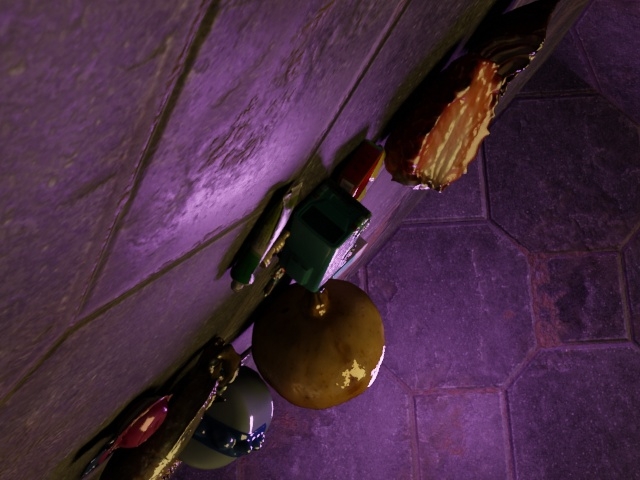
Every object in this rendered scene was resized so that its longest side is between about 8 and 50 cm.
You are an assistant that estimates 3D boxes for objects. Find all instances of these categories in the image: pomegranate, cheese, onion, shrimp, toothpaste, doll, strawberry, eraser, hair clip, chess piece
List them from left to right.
[{"bbox_3d":[-0.395,0.394,1.436,0.244,0.062,0.155,-38,167,-49],"label":"cheese"},{"bbox_3d":[-0.346,0.418,1.603,0.446,0.110,0.221,-48,-160,-12],"label":"shrimp"},{"bbox_3d":[-0.101,0.001,1.223,0.248,0.046,0.078,-57,173,33],"label":"toothpaste"},{"bbox_3d":[-0.119,0.107,1.721,0.027,0.019,0.083,0,134,-47],"label":"toothpaste"},{"bbox_3d":[-0.091,0.011,1.364,0.092,0.035,0.035,-48,173,-29],"label":"chess piece"},{"bbox_3d":[-0.070,0.049,1.634,0.114,0.039,0.057,-40,146,17],"label":"doll"},{"bbox_3d":[-0.005,0.267,1.946,0.410,0.410,0.410,-47,172,-9],"label":"pomegranate"},{"bbox_3d":[0.079,0.079,2.537,0.225,0.052,0.096,-41,167,-37],"label":"eraser"},{"bbox_3d":[0.104,-0.152,1.588,0.072,0.046,0.173,-47,171,-41],"label":"hair clip"},{"bbox_3d":[0.269,-0.274,1.579,0.265,0.149,0.336,-2,126,-47],"label":"strawberry"},{"bbox_3d":[0.431,-0.451,1.650,0.280,0.146,0.314,-60,175,-45],"label":"onion"}]

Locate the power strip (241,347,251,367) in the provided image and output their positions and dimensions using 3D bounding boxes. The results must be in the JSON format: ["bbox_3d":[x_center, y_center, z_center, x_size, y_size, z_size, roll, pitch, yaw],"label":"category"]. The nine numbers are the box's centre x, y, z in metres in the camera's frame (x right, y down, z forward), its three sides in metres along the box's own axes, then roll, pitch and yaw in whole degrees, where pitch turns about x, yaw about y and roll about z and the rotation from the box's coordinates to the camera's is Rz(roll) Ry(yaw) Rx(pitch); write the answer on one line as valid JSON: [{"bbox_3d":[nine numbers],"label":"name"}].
[{"bbox_3d":[-0.305,0.497,2.319,0.257,0.092,0.251,-57,166,27],"label":"power strip"}]

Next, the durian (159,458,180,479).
[{"bbox_3d":[-0.428,0.568,1.860,0.168,0.137,0.158,-37,-171,-19],"label":"durian"}]

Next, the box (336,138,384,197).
[{"bbox_3d":[0.069,-0.122,1.474,0.112,0.048,0.175,-55,176,-25],"label":"box"}]

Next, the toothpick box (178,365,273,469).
[{"bbox_3d":[-0.257,0.461,1.801,0.263,0.263,0.354,-49,171,1],"label":"toothpick box"}]

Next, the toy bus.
[{"bbox_3d":[0.000,0.000,1.460,0.147,0.128,0.256,-45,170,-27],"label":"toy bus"}]
